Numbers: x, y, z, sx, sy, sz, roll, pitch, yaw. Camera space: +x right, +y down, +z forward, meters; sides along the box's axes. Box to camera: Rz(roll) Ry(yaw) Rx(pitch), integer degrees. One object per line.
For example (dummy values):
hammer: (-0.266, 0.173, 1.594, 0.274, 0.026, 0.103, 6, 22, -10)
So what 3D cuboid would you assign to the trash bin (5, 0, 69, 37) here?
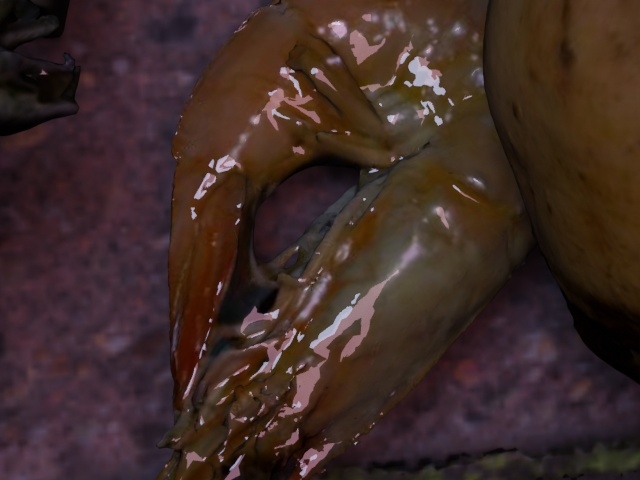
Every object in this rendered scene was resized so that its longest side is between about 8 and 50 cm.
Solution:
trash bin: (-0.150, -0.208, 0.588, 0.164, 0.122, 0.241, 11, 88, -6)

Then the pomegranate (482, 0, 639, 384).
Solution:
pomegranate: (0.205, -0.066, 0.542, 0.322, 0.322, 0.322, 0, 88, -7)

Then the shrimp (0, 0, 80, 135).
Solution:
shrimp: (-0.292, -0.044, 0.475, 0.445, 0.272, 0.085, -6, 114, -23)

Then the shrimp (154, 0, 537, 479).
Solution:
shrimp: (0.000, 0.000, 0.619, 0.145, 0.061, 0.267, 34, 80, -6)
